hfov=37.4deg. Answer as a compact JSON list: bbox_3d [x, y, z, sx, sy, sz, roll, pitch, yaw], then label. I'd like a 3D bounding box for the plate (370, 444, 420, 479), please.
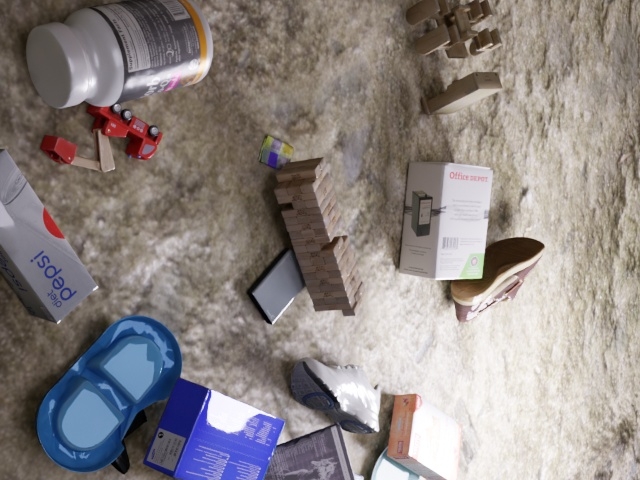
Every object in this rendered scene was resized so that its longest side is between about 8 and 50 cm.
[{"bbox_3d":[0.178,0.573,2.304,0.188,0.024,0.188,-8,102,-43],"label":"plate"}]

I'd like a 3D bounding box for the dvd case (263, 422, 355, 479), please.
[{"bbox_3d":[-0.040,0.498,1.995,0.221,0.018,0.165,-17,94,-18],"label":"dvd case"}]

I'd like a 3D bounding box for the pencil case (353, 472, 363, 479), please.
[{"bbox_3d":[0.009,0.627,2.077,0.124,0.113,0.273,21,82,-58],"label":"pencil case"}]

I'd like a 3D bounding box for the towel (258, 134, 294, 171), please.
[{"bbox_3d":[-0.088,-0.176,1.935,0.083,0.009,0.060,23,81,-45],"label":"towel"}]

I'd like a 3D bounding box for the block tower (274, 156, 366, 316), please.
[{"bbox_3d":[0.000,0.000,1.969,0.091,0.097,0.335,-58,135,-52],"label":"block tower"}]

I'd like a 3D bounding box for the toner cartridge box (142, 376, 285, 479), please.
[{"bbox_3d":[-0.190,0.378,1.790,0.165,0.075,0.348,-67,153,-11],"label":"toner cartridge box"}]

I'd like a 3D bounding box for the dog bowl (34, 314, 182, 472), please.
[{"bbox_3d":[-0.373,0.263,1.645,0.166,0.074,0.297,49,60,-18],"label":"dog bowl"}]

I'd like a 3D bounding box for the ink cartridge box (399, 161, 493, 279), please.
[{"bbox_3d":[0.302,-0.049,2.271,0.198,0.114,0.273,1,95,-46],"label":"ink cartridge box"}]

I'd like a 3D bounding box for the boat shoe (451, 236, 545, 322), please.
[{"bbox_3d":[0.462,0.103,2.464,0.342,0.123,0.123,-34,133,-37],"label":"boat shoe"}]

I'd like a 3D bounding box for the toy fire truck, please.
[{"bbox_3d":[-0.370,-0.169,1.627,0.192,0.047,0.135,32,74,-44],"label":"toy fire truck"}]

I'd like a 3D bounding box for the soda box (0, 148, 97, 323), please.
[{"bbox_3d":[-0.480,-0.007,1.509,0.098,0.091,0.286,-46,126,-31],"label":"soda box"}]

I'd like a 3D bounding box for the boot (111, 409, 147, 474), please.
[{"bbox_3d":[-0.356,0.352,1.722,0.099,0.045,0.121,-44,120,-31],"label":"boot"}]

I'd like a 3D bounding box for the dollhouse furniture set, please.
[{"bbox_3d":[0.304,-0.439,2.233,0.212,0.161,0.242,-10,81,-44],"label":"dollhouse furniture set"}]

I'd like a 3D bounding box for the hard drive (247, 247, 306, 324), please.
[{"bbox_3d":[-0.087,0.095,1.968,0.135,0.022,0.094,-49,127,-28],"label":"hard drive"}]

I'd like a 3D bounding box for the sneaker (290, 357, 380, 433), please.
[{"bbox_3d":[0.036,0.322,2.087,0.297,0.111,0.129,45,49,-43],"label":"sneaker"}]

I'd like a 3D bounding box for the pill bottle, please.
[{"bbox_3d":[-0.329,-0.312,1.566,0.278,0.162,0.162,-24,113,-40],"label":"pill bottle"}]

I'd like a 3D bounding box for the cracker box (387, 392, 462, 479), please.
[{"bbox_3d":[0.259,0.488,2.313,0.232,0.067,0.156,38,52,-41],"label":"cracker box"}]
